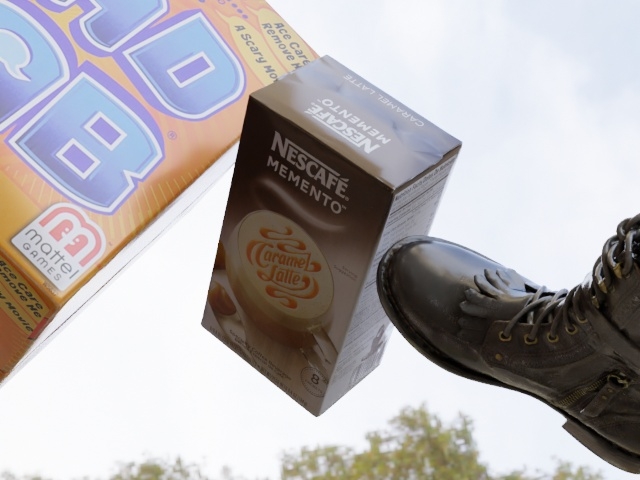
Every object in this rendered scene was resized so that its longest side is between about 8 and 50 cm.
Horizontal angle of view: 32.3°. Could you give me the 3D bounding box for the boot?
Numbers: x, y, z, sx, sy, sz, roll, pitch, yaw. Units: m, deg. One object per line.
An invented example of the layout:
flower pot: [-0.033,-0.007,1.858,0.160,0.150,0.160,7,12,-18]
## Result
boot: [0.163,0.039,0.672,0.263,0.091,0.229,31,-22,9]

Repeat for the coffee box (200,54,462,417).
coffee box: [0.000,0.000,0.879,0.141,0.098,0.246,35,-47,22]

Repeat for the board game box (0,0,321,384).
board game box: [-0.293,-0.116,1.025,0.356,0.356,0.356,45,-35,-4]
